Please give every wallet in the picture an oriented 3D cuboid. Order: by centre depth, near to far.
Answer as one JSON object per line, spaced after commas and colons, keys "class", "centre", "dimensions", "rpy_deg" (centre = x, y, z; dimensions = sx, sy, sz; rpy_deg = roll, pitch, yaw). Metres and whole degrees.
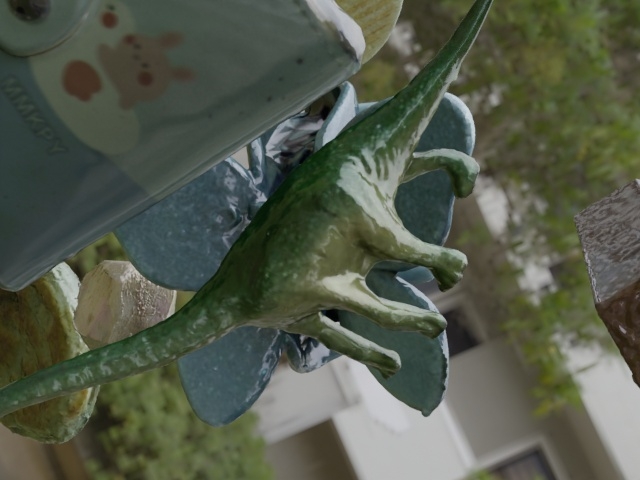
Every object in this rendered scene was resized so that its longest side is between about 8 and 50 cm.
{"class": "wallet", "centre": [-0.174, -0.138, 1.226], "dimensions": [0.252, 0.360, 0.083], "rpy_deg": [53, 19, -14]}

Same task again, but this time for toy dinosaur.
{"class": "toy dinosaur", "centre": [-0.054, -0.013, 1.102], "dimensions": [0.087, 0.300, 0.447], "rpy_deg": [-148, -104, -76]}

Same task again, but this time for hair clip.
{"class": "hair clip", "centre": [0.000, 0.000, 1.662], "dimensions": [0.238, 0.392, 0.318], "rpy_deg": [-49, 129, -69]}

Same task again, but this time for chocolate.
{"class": "chocolate", "centre": [0.301, 0.035, 1.531], "dimensions": [0.112, 0.112, 0.321], "rpy_deg": [53, 14, -9]}

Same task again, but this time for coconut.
{"class": "coconut", "centre": [-0.214, 0.085, 1.789], "dimensions": [0.110, 0.110, 0.125], "rpy_deg": [143, -43, -84]}

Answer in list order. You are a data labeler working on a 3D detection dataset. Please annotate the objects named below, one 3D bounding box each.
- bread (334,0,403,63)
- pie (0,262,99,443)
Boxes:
{"class": "bread", "centre": [0.011, -0.220, 1.652], "dimensions": [0.112, 0.193, 0.036], "rpy_deg": [47, 12, -30]}
{"class": "pie", "centre": [-0.393, 0.135, 2.195], "dimensions": [0.302, 0.067, 0.303], "rpy_deg": [12, -72, 42]}
